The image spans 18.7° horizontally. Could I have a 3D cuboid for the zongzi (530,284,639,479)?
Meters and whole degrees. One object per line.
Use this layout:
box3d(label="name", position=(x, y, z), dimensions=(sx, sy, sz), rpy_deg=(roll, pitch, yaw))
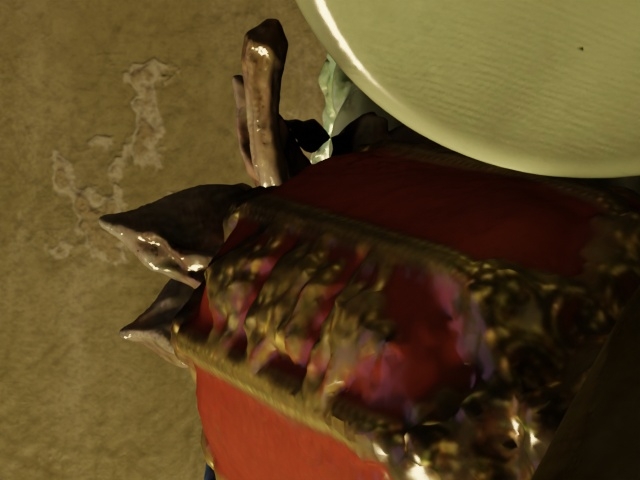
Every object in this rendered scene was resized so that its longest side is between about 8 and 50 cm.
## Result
box3d(label="zongzi", position=(0.094, 0.106, 0.408), dimensions=(0.323, 0.160, 0.360), rpy_deg=(11, -90, -82))

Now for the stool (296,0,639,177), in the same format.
box3d(label="stool", position=(0.083, -0.151, 0.621), dimensions=(0.199, 0.195, 0.195), rpy_deg=(-90, 4, -52))

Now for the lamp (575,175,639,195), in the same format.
box3d(label="lamp", position=(0.114, -0.041, 0.840), dimensions=(0.101, 0.101, 0.250), rpy_deg=(114, 147, -79))

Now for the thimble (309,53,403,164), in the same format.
box3d(label="thimble", position=(0.070, -0.029, 1.068), dimensions=(0.185, 0.149, 0.211), rpy_deg=(-101, 14, -82))

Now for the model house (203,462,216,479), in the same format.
box3d(label="model house", position=(0.031, 0.189, 0.917), dimensions=(0.295, 0.251, 0.329), rpy_deg=(-154, 74, -87))

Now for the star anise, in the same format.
box3d(label="star anise", position=(0.000, 0.000, 0.897), dimensions=(0.231, 0.209, 0.089), rpy_deg=(32, -156, -48))

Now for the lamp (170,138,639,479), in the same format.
box3d(label="lamp", position=(0.051, 0.055, 0.719), dimensions=(0.274, 0.177, 0.177), rpy_deg=(-158, 70, -64))
